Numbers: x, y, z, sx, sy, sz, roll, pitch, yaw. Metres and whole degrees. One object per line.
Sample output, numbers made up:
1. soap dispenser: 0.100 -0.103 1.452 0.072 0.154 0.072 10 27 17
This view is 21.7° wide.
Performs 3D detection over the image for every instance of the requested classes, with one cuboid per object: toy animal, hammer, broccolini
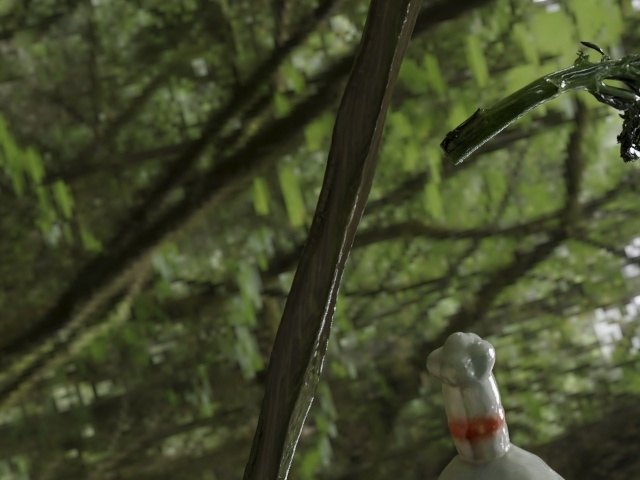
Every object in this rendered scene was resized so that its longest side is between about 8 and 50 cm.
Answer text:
1. toy animal: 0.133 0.202 1.087 0.140 0.138 0.282 -61 151 -47
2. hammer: 0.000 0.000 0.365 0.058 0.029 0.292 18 -85 27
3. broccolini: 0.200 -0.095 1.310 0.062 0.271 0.123 42 -38 44
